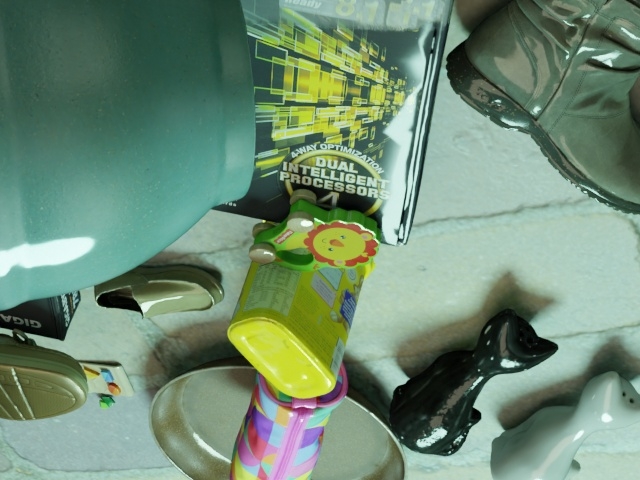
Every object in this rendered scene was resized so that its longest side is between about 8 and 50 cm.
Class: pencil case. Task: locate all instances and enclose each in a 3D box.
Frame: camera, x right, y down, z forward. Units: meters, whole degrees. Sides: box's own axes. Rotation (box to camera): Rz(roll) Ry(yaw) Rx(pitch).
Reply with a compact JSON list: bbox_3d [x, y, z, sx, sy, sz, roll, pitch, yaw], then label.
[{"bbox_3d":[-0.037,0.203,1.438,0.104,0.104,0.236,16,138,2],"label":"pencil case"}]

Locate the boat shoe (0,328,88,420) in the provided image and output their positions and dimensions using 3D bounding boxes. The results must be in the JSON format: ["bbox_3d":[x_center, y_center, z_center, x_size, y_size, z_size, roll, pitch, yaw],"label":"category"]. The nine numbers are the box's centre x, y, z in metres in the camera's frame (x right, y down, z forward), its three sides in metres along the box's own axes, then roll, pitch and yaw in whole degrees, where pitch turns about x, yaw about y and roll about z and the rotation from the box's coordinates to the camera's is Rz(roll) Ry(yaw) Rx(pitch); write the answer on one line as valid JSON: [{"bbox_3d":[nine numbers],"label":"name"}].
[{"bbox_3d":[-0.380,0.131,1.490,0.285,0.089,0.104,4,136,18],"label":"boat shoe"}]

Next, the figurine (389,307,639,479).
[{"bbox_3d":[0.215,0.171,1.405,0.215,0.092,0.209,29,134,-14],"label":"figurine"}]

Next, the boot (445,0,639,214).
[{"bbox_3d":[0.236,-0.127,1.073,0.247,0.083,0.161,31,131,-17],"label":"boot"}]

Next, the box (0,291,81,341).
[{"bbox_3d":[-0.409,-0.033,1.401,0.296,0.073,0.293,12,138,7],"label":"box"}]

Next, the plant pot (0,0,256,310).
[{"bbox_3d":[-0.156,-0.105,0.962,0.196,0.293,0.293,-6,141,-13],"label":"plant pot"}]

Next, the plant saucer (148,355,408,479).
[{"bbox_3d":[-0.046,0.228,1.579,0.311,0.050,0.310,10,138,9],"label":"plant saucer"}]

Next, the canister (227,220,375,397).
[{"bbox_3d":[-0.017,0.049,1.278,0.073,0.170,0.126,-18,128,33],"label":"canister"}]

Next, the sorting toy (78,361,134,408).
[{"bbox_3d":[-0.257,0.177,1.621,0.062,0.012,0.083,1,136,17],"label":"sorting toy"}]

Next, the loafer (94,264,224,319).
[{"bbox_3d":[-0.175,0.059,1.434,0.148,0.050,0.056,2,137,17],"label":"loafer"}]

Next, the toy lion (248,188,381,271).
[{"bbox_3d":[0.000,0.000,1.190,0.096,0.034,0.100,26,139,-25],"label":"toy lion"}]

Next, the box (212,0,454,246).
[{"bbox_3d":[-0.094,-0.163,1.128,0.395,0.097,0.318,12,136,4],"label":"box"}]
